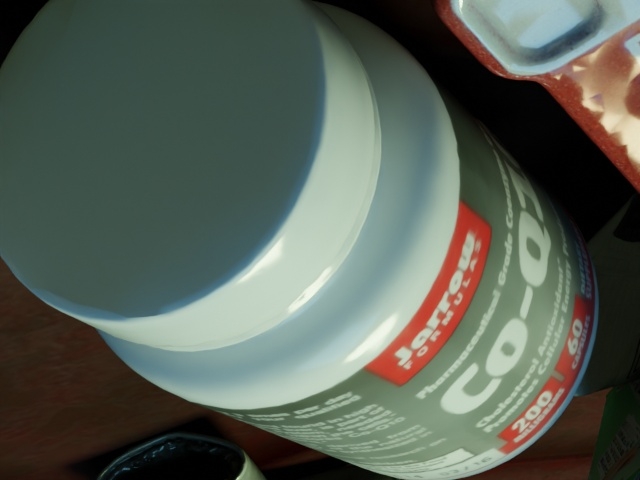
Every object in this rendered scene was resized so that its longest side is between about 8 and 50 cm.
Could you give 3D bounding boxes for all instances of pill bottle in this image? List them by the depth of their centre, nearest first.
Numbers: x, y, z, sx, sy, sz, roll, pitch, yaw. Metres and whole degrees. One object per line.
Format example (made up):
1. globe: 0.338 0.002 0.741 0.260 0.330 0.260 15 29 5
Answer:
1. pill bottle: 0.000 0.000 0.681 0.161 0.161 0.283 -26 155 16

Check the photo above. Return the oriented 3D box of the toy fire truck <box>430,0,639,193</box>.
1. toy fire truck: 0.220 -0.113 0.633 0.302 0.169 0.254 -31 135 23

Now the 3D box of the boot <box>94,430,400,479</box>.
1. boot: -0.041 0.172 1.147 0.189 0.076 0.208 -20 149 -2

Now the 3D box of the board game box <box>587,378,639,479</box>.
1. board game box: 0.223 0.084 0.875 0.213 0.046 0.317 -48 -179 22

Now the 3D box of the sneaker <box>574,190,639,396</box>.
1. sneaker: 0.207 0.004 0.960 0.086 0.085 0.237 -33 169 -49
